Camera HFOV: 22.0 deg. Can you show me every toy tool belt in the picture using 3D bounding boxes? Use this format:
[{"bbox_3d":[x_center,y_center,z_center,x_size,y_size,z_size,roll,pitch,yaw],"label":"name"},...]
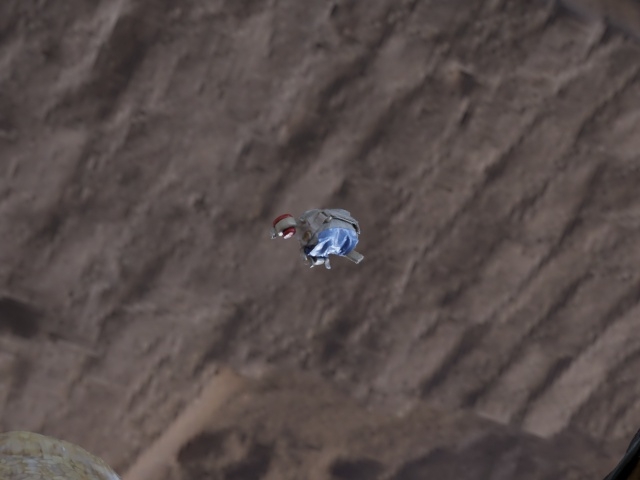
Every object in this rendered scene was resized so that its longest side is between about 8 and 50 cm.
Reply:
[{"bbox_3d":[0.000,0.000,1.461,0.052,0.083,0.051,-46,-119,37],"label":"toy tool belt"}]

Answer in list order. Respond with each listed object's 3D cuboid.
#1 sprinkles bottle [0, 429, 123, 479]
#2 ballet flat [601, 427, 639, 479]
[{"bbox_3d":[-0.059,0.180,0.486,0.121,0.121,0.355,-66,-151,8],"label":"sprinkles bottle"},{"bbox_3d":[0.198,0.144,0.884,0.280,0.095,0.096,-55,173,11],"label":"ballet flat"}]
